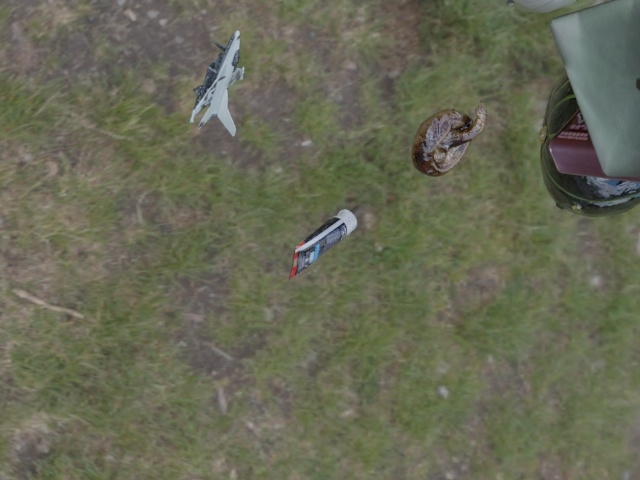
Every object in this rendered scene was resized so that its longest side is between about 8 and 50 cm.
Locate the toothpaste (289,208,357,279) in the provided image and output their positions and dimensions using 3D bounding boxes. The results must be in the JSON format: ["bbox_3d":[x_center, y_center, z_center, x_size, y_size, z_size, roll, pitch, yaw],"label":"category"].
[{"bbox_3d":[0.000,0.000,1.887,0.193,0.045,0.071,-39,148,-45],"label":"toothpaste"}]

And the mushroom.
[{"bbox_3d":[0.237,-0.195,1.892,0.080,0.170,0.135,58,16,26],"label":"mushroom"}]

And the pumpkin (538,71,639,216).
[{"bbox_3d":[0.568,-0.205,2.091,0.323,0.241,0.323,5,90,-75],"label":"pumpkin"}]

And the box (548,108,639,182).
[{"bbox_3d":[0.441,-0.137,1.430,0.120,0.224,0.069,-45,121,-21],"label":"box"}]

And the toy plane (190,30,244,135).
[{"bbox_3d":[-0.179,-0.286,1.802,0.160,0.082,0.234,-48,158,-38],"label":"toy plane"}]

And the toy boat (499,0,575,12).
[{"bbox_3d":[0.439,-0.530,2.078,0.140,0.269,0.141,0,91,-19],"label":"toy boat"}]

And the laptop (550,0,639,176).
[{"bbox_3d":[0.323,-0.148,1.001,0.015,0.269,0.188,-24,100,-15],"label":"laptop"}]
